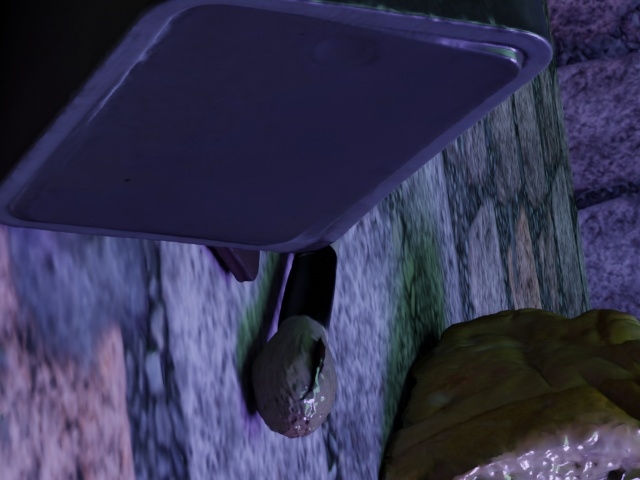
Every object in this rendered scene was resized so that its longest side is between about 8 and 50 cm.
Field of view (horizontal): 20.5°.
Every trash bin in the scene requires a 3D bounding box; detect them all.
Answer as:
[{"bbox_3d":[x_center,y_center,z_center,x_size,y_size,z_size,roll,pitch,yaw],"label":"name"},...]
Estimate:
[{"bbox_3d":[-0.030,-0.138,0.555,0.164,0.122,0.240,-37,-127,56],"label":"trash bin"}]

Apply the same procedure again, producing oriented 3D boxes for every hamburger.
[{"bbox_3d":[0.167,0.152,1.182,0.330,0.209,0.162,-46,127,-71],"label":"hamburger"}]

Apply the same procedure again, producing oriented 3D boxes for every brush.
[{"bbox_3d":[0.000,0.000,0.919,0.299,0.039,0.042,-80,157,-56],"label":"brush"}]

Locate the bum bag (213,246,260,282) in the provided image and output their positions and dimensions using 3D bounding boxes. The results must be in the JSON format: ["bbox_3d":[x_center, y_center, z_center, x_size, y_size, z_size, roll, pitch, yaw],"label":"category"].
[{"bbox_3d":[-0.048,-0.059,0.767,0.159,0.026,0.109,61,24,-59],"label":"bum bag"}]
